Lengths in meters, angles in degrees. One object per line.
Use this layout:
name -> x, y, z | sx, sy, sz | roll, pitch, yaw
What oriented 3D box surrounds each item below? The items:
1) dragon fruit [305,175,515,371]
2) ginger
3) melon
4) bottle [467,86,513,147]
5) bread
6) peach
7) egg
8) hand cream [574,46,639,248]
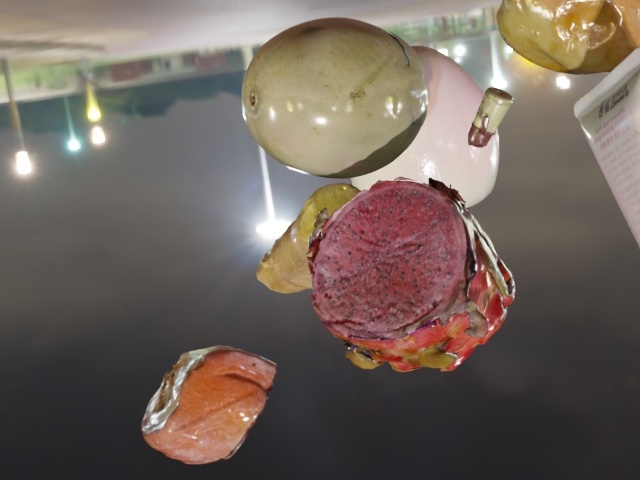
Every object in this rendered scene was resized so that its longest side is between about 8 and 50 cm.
dragon fruit -> 0.157, 0.091, 1.503 | 0.296, 0.314, 0.263 | -28, 143, 16
ginger -> 0.000, 0.000, 1.759 | 0.189, 0.126, 0.354 | -7, 161, -23
melon -> 0.030, -0.237, 1.620 | 0.330, 0.269, 0.268 | -6, -172, -32
bottle -> 0.269, -0.195, 1.553 | 0.047, 0.101, 0.063 | 40, -147, 25
bread -> -0.182, 0.251, 1.475 | 0.190, 0.123, 0.244 | -60, -167, -21
peach -> 0.362, -0.318, 1.303 | 0.235, 0.214, 0.214 | 32, -155, 16
egg -> 0.232, -0.275, 2.199 | 0.354, 0.340, 0.354 | -3, -153, 2
hand cream -> 0.423, -0.041, 1.149 | 0.118, 0.359, 0.185 | -22, 171, -13
